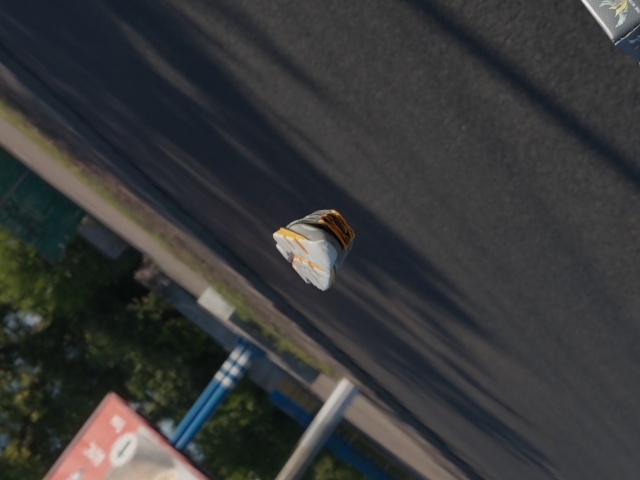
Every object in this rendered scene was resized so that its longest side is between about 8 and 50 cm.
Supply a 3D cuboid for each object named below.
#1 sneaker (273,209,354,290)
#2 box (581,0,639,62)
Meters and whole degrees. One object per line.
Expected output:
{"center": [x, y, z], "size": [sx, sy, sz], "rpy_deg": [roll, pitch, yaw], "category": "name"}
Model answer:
{"center": [0.000, 0.000, 1.139], "size": [0.084, 0.083, 0.215], "rpy_deg": [52, 175, -6], "category": "sneaker"}
{"center": [0.345, -0.303, 1.185], "size": [0.183, 0.059, 0.232], "rpy_deg": [13, -138, -51], "category": "box"}
